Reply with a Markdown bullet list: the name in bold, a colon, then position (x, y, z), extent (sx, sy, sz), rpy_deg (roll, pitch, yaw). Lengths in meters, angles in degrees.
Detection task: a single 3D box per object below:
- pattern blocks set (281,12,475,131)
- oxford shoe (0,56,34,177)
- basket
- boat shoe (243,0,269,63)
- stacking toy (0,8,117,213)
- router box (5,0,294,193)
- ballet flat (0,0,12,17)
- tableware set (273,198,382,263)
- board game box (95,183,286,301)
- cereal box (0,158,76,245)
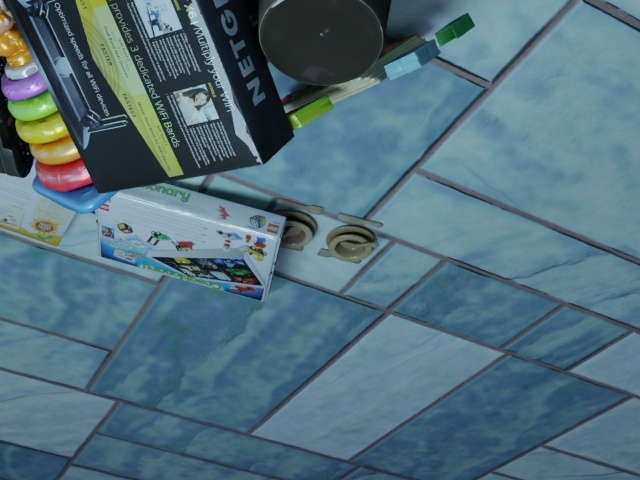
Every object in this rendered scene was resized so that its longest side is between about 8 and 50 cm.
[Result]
- **pattern blocks set**: position (0.030, -0.194, 1.053), extent (0.325, 0.285, 0.026), rpy_deg (-19, 106, 34)
- **oxford shoe**: position (-0.469, -0.187, 1.200), extent (0.096, 0.082, 0.227), rpy_deg (8, 127, 6)
- **basket**: position (0.008, -0.290, 0.943), extent (0.154, 0.226, 0.204), rpy_deg (-23, 136, 31)
- **boat shoe**: position (-0.153, -0.226, 1.144), extent (0.301, 0.102, 0.108), rpy_deg (-25, 134, 33)
- **stacking toy**: position (-0.362, -0.198, 1.154), extent (0.175, 0.165, 0.301), rpy_deg (20, 149, 43)
- **router box**: position (-0.194, -0.214, 0.924), extent (0.243, 0.081, 0.308), rpy_deg (-6, 117, 32)
- **ballet flat**: position (-0.253, -0.333, 1.009), extent (0.316, 0.106, 0.107), rpy_deg (-18, 137, 26)
- **tableware set**: position (0.000, 0.000, 1.479), extent (0.194, 0.039, 0.128), rpy_deg (13, 142, -11)
- **board game box**: position (-0.220, -0.005, 1.447), extent (0.306, 0.053, 0.193), rpy_deg (16, 142, -1)
- **cereal box**: position (-0.467, -0.094, 1.391), extent (0.173, 0.047, 0.240), rpy_deg (22, 138, -21)
